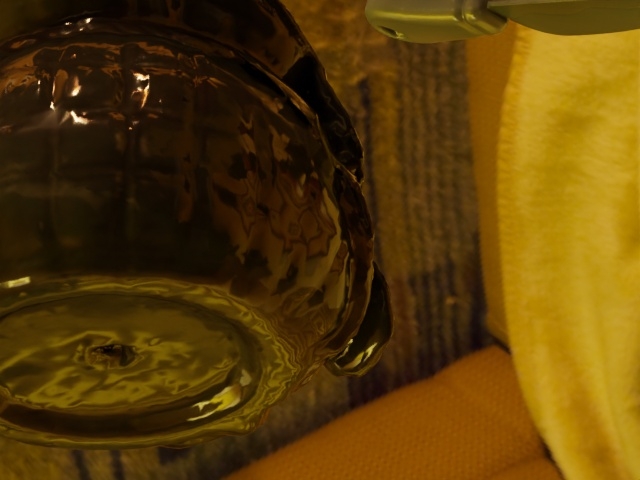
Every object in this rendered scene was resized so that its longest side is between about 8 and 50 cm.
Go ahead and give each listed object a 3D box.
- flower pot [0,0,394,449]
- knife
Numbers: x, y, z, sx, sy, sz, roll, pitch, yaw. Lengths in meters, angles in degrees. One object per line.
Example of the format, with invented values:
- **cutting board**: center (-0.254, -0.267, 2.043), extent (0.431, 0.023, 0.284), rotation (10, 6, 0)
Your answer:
- **flower pot**: center (-0.108, -0.008, 0.661), extent (0.301, 0.213, 0.302), rotation (-5, 148, -3)
- **knife**: center (0.162, -0.174, 0.853), extent (0.080, 0.331, 0.044), rotation (23, 84, -42)
